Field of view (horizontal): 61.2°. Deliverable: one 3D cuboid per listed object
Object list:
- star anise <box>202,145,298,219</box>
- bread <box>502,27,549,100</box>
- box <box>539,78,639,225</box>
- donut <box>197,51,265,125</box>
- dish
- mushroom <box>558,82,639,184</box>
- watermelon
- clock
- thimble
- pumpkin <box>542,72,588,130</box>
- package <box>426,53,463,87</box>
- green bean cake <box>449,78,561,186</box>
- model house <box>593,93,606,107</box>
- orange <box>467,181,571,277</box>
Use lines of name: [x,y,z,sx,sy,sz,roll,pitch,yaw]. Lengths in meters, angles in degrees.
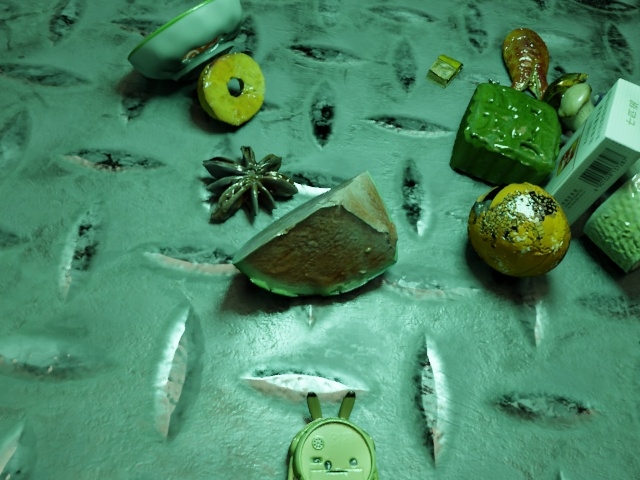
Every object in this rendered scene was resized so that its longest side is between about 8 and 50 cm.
star anise: [-0.174,-0.136,1.273,0.229,0.093,0.236,30,62,3]
bread: [0.633,-0.544,1.656,0.139,0.095,0.268,5,61,2]
box: [0.636,-0.186,1.289,0.095,0.330,0.210,26,58,7]
donut: [-0.233,-0.386,1.382,0.075,0.174,0.190,7,56,49]
dish: [-0.319,-0.493,1.386,0.324,0.324,0.124,-42,110,-29]
mushroom: [0.742,-0.269,1.415,0.329,0.159,0.122,40,85,-11]
watermelon: [0.018,0.017,1.153,0.292,0.319,0.222,-33,98,14]
clock: [0.023,0.391,0.978,0.170,0.069,0.232,1,58,-9]
thimble: [0.775,-0.059,1.273,0.271,0.270,0.150,-26,63,-23]
pumpkin: [0.704,-0.412,1.571,0.108,0.119,0.183,17,58,15]
package: [0.379,-0.520,1.625,0.071,0.047,0.131,34,61,16]
green bean cake: [0.492,-0.273,1.426,0.250,0.156,0.247,22,59,4]
model house: [0.805,-0.362,1.565,0.088,0.100,0.100,-28,65,-22]
orange: [0.441,-0.020,1.214,0.234,0.234,0.182,37,71,14]
